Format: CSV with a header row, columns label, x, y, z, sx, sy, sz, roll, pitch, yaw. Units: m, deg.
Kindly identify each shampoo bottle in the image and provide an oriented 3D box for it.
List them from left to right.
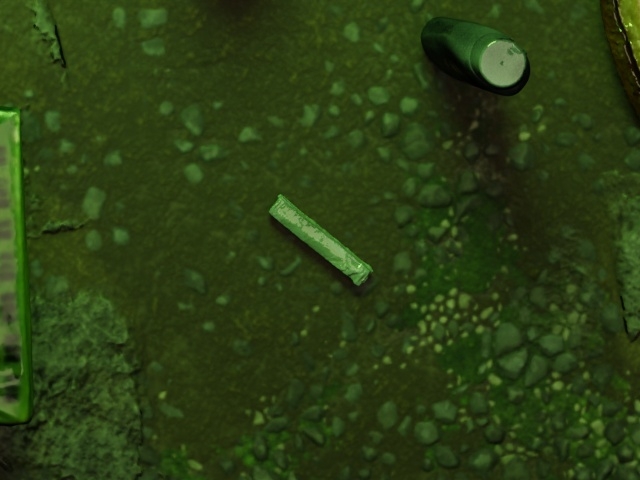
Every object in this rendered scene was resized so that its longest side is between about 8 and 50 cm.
label,x,y,z,sx,sy,sz,roll,pitch,yaw
shampoo bottle,0.145,-0.170,1.774,0.087,0.234,0.049,37,93,-11

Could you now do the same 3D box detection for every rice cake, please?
label,x,y,z,sx,sy,sz,roll,pitch,yaw
rice cake,0.000,0.000,1.892,0.121,0.021,0.022,39,103,-11

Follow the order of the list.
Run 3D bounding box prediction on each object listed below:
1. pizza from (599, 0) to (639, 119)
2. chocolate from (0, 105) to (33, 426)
label,x,y,z,sx,sy,sz,roll,pitch,yaw
pizza,0.385,-0.251,1.870,0.287,0.074,0.251,-40,101,0
chocolate,-0.415,0.021,1.794,0.288,0.137,0.301,-2,98,-6
